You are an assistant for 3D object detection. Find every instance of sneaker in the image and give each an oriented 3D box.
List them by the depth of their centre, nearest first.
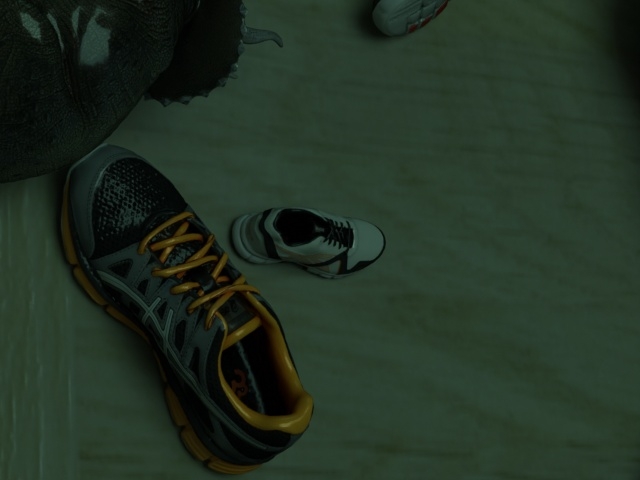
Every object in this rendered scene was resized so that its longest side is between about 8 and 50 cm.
[{"bbox_3d":[-0.071,0.035,1.052,0.084,0.083,0.215,-38,100,-33],"label":"sneaker"},{"bbox_3d":[0.000,0.000,1.133,0.109,0.044,0.040,3,76,-36],"label":"sneaker"},{"bbox_3d":[0.073,-0.199,1.234,0.065,0.061,0.158,38,55,9],"label":"sneaker"}]

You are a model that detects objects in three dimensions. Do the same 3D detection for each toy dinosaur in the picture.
[{"bbox_3d":[-0.152,-0.105,0.993,0.313,0.121,0.160,-37,103,-30],"label":"toy dinosaur"}]
